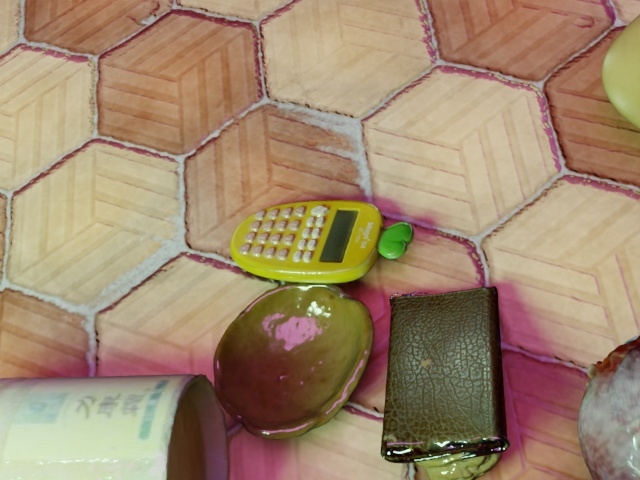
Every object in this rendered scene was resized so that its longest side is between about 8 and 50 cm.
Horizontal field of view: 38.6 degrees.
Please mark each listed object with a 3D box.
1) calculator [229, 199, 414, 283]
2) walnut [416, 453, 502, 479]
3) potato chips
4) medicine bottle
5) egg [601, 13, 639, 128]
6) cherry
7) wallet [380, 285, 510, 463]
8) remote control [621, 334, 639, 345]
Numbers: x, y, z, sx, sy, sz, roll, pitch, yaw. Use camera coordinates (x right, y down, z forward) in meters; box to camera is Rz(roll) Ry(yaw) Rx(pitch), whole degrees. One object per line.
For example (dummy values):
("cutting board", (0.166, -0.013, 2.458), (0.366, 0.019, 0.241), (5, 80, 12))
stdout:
("calculator", (0.000, 0.000, 1.153), (0.235, 0.032, 0.146), (3, 41, 15))
("walnut", (0.149, 0.227, 1.001), (0.096, 0.082, 0.078), (-21, 88, 5))
("potato chips", (-0.028, 0.146, 1.085), (0.196, 0.061, 0.208), (-6, 54, 10))
("medicine bottle", (-0.321, 0.265, 0.981), (0.407, 0.235, 0.235), (-3, 62, 8))
("egg", (0.468, -0.209, 1.106), (0.245, 0.201, 0.201), (-1, 61, 25))
("cherry", (0.354, 0.205, 0.867), (0.192, 0.175, 0.249), (-8, 66, -7))
("wallet", (0.138, 0.143, 1.019), (0.133, 0.039, 0.243), (-9, 36, 14))
("remote control", (0.377, 0.218, 0.977), (0.104, 0.052, 0.247), (-8, 61, 6))
